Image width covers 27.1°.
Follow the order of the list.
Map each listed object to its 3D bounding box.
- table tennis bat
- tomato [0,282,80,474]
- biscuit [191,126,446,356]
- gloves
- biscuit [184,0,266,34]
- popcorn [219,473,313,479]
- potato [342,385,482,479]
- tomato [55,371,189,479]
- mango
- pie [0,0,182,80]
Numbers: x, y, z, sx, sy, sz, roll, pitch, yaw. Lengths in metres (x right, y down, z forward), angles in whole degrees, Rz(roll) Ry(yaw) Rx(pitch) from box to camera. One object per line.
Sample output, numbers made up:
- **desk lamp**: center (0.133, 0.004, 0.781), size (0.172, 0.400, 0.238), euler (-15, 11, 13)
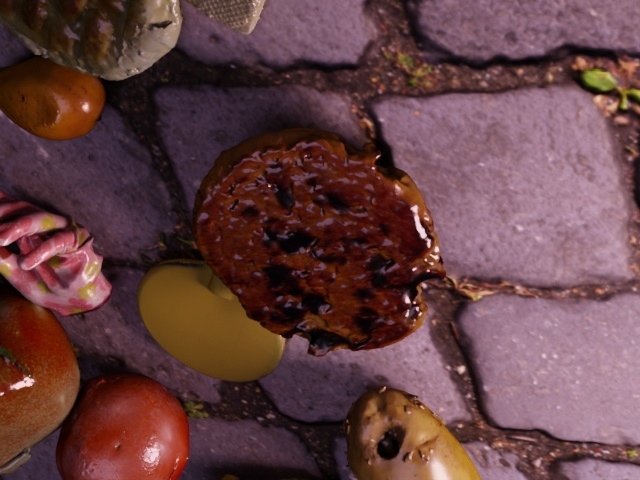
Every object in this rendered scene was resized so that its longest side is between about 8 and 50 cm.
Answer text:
- **table tennis bat**: center (-0.138, 0.072, 1.812), size (0.224, 0.054, 0.369), euler (26, 139, 3)
- **tomato**: center (-0.504, 0.209, 1.933), size (0.303, 0.303, 0.239), euler (4, 138, 25)
- **biscuit**: center (0.004, -0.001, 1.624), size (0.289, 0.081, 0.334), euler (-17, 123, 20)
- **gloves**: center (-0.398, 0.003, 1.840), size (0.145, 0.126, 0.241), euler (13, 141, 51)
- **biscuit**: center (-0.097, -0.326, 1.447), size (0.121, 0.040, 0.199), euler (31, 137, 4)
- **popcorn**: center (-0.103, 0.519, 2.038), size (0.290, 0.325, 0.321), euler (0, 84, 32)
- **potato**: center (0.137, 0.327, 1.818), size (0.300, 0.140, 0.173), euler (58, 160, -23)
- **tomato**: center (-0.289, 0.301, 1.980), size (0.184, 0.208, 0.208), euler (25, 137, -15)
- **mango**: center (-0.343, -0.177, 1.673), size (0.165, 0.089, 0.115), euler (-9, 121, 37)
- **pie**: center (-0.280, -0.313, 1.514), size (0.306, 0.071, 0.306), euler (18, 130, 23)
